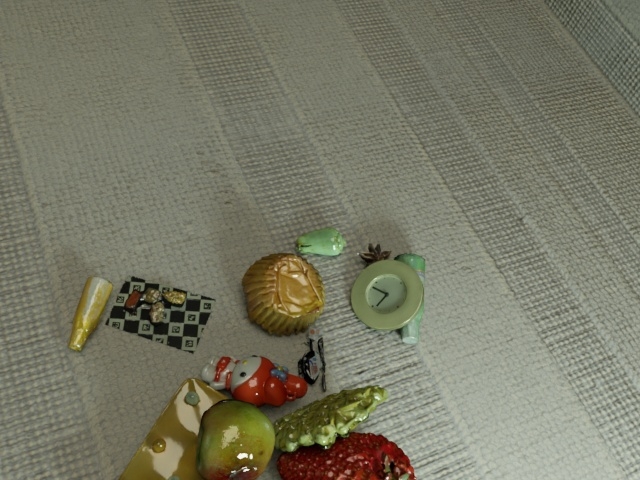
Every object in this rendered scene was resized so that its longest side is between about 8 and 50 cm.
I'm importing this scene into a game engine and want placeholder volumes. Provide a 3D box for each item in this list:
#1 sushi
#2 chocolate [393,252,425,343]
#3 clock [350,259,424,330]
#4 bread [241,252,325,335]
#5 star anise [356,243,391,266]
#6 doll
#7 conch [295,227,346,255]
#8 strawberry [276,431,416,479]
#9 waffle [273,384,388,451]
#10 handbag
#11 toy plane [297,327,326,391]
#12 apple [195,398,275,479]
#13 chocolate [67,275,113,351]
[{"bbox_3d":[-0.471,0.201,2.006,0.279,0.043,0.192,18,55,-1],"label":"sushi"},{"bbox_3d":[0.284,0.186,2.163,0.110,0.110,0.291,9,58,-8],"label":"chocolate"},{"bbox_3d":[0.209,0.171,2.130,0.235,0.029,0.235,-9,60,17],"label":"clock"},{"bbox_3d":[-0.103,0.148,2.067,0.274,0.149,0.274,9,58,-15],"label":"bread"},{"bbox_3d":[0.193,0.062,2.249,0.129,0.056,0.124,-32,94,-33],"label":"star anise"},{"bbox_3d":[-0.182,0.393,1.892,0.290,0.130,0.161,13,29,13],"label":"doll"},{"bbox_3d":[0.000,0.000,2.235,0.170,0.079,0.106,0,42,-5],"label":"conch"},{"bbox_3d":[0.056,0.616,1.757,0.351,0.267,0.312,12,20,30],"label":"strawberry"},{"bbox_3d":[0.016,0.463,1.803,0.317,0.297,0.073,-27,94,-36],"label":"waffle"},{"bbox_3d":[-0.328,0.576,1.749,0.283,0.133,0.401,33,53,-1],"label":"handbag"},{"bbox_3d":[-0.023,0.349,2.013,0.078,0.053,0.197,8,56,-18],"label":"toy plane"},{"bbox_3d":[-0.208,0.502,1.681,0.188,0.174,0.207,13,74,-17],"label":"apple"},{"bbox_3d":[-0.665,0.212,1.939,0.085,0.086,0.219,15,59,-3],"label":"chocolate"}]
